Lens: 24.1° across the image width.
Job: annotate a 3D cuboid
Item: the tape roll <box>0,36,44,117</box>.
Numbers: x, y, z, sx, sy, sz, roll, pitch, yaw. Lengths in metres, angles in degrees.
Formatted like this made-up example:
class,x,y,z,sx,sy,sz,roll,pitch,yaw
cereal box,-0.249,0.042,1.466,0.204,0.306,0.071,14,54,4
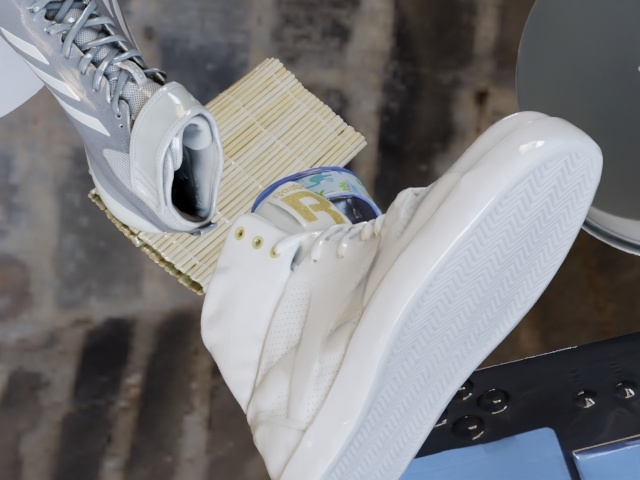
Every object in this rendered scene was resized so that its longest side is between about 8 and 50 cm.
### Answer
class,x,y,z,sx,sy,sz,roll,pitch,yaw
tape roll,-0.387,-0.250,1.482,0.169,0.246,0.246,56,35,-66

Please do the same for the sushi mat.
class,x,y,z,sx,sy,sz,roll,pitch,yaw
sushi mat,-0.086,-0.074,1.538,0.316,0.151,0.019,-44,173,-43

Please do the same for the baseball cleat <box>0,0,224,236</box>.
class,x,y,z,sx,sy,sz,roll,pitch,yaw
baseball cleat,-0.108,-0.094,0.786,0.109,0.072,0.206,8,-46,53

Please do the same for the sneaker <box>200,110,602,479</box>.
class,x,y,z,sx,sy,sz,roll,pitch,yaw
sneaker,0.021,0.008,0.822,0.169,0.108,0.292,56,-51,32

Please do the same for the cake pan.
class,x,y,z,sx,sy,sz,roll,pitch,yaw
cake pan,0.276,-0.133,1.146,0.054,0.293,0.293,17,75,-56

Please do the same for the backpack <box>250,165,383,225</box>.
class,x,y,z,sx,sy,sz,roll,pitch,yaw
backpack,0.000,0.000,1.132,0.084,0.105,0.114,-113,-179,-52

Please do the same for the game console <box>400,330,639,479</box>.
class,x,y,z,sx,sy,sz,roll,pitch,yaw
game console,0.158,0.191,0.863,0.386,0.342,0.060,-100,171,-57
